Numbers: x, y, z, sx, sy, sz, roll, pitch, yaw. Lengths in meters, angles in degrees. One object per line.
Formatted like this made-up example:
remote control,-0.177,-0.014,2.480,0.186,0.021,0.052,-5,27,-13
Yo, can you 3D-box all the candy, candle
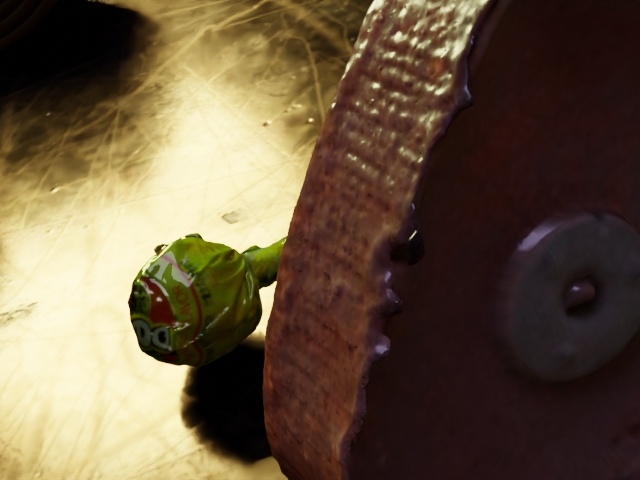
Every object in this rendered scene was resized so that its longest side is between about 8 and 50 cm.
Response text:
candy,-0.001,0.000,0.886,0.262,0.077,0.073,-28,60,-21
candle,0.094,-0.003,0.666,0.317,0.287,0.131,-38,36,-15

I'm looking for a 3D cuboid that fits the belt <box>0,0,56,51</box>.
belt,-0.361,-0.266,1.241,0.339,0.217,0.122,-8,41,15
